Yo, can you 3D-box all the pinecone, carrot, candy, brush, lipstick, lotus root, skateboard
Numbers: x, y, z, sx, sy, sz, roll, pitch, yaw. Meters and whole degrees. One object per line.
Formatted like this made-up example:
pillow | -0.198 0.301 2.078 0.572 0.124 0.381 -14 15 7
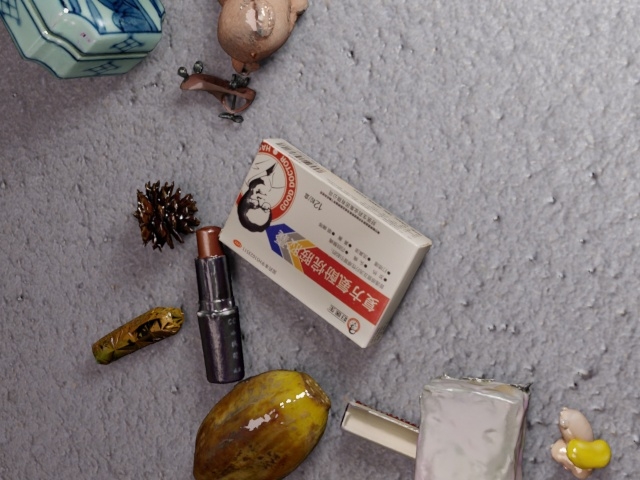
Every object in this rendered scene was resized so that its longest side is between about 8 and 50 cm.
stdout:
pinecone | -0.287 -0.046 1.934 0.120 0.140 0.140 -10 94 -5
carrot | -0.364 0.188 2.044 0.228 0.069 0.069 -27 86 29
candy | 0.253 0.319 1.687 0.184 0.137 0.195 7 92 16
brush | 0.190 0.361 1.802 0.321 0.050 0.060 21 105 15
lipstick | -0.194 0.121 1.935 0.081 0.081 0.300 -4 98 27
lotus root | -0.105 0.340 1.884 0.291 0.193 0.193 -42 79 29
skateboard | -0.188 -0.268 1.885 0.151 0.067 0.080 20 116 19

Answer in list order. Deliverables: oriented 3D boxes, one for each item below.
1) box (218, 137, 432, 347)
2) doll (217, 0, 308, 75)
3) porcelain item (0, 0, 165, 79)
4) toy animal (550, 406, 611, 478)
box | 0.000 0.000 1.812 0.353 0.069 0.214 36 113 24
doll | -0.103 -0.452 1.785 0.201 0.156 0.303 143 125 -67
porcelain item | -0.434 -0.441 1.854 0.157 0.286 0.281 -36 79 33
toy animal | 0.403 0.335 1.665 0.114 0.091 0.082 54 131 8
